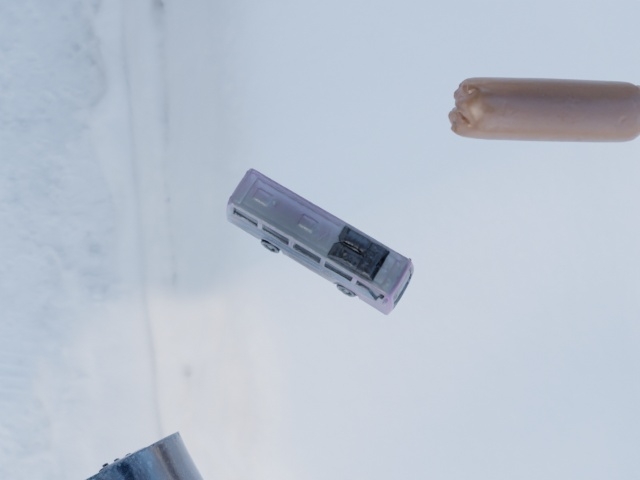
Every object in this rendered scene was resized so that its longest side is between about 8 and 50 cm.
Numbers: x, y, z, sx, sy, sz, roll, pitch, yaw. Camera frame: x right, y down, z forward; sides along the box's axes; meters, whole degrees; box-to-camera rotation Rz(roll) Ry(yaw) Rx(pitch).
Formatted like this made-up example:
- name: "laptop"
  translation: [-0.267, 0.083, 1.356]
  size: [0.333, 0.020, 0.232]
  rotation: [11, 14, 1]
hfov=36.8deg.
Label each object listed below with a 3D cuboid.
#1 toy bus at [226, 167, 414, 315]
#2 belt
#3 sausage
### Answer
- name: "toy bus"
  translation: [0.000, 0.000, 0.637]
  size: [0.131, 0.052, 0.037]
  rotation: [31, 74, 5]
- name: "belt"
  translation: [-0.198, 0.264, 0.994]
  size: [0.141, 0.190, 0.082]
  rotation: [-30, 84, 7]
- name: "sausage"
  translation: [0.311, -0.175, 1.292]
  size: [0.289, 0.086, 0.086]
  rotation: [0, 91, -15]
